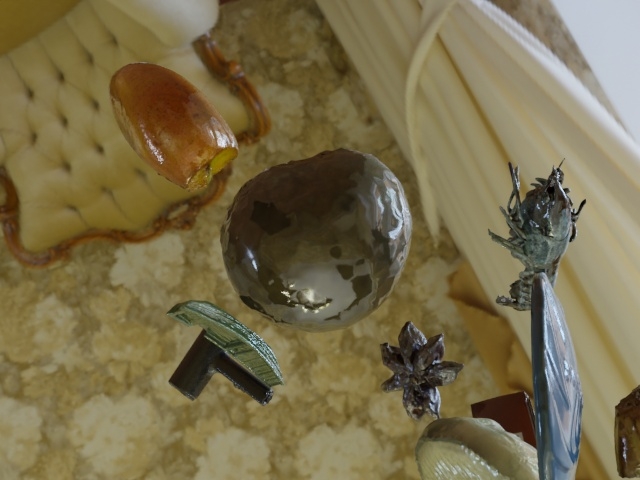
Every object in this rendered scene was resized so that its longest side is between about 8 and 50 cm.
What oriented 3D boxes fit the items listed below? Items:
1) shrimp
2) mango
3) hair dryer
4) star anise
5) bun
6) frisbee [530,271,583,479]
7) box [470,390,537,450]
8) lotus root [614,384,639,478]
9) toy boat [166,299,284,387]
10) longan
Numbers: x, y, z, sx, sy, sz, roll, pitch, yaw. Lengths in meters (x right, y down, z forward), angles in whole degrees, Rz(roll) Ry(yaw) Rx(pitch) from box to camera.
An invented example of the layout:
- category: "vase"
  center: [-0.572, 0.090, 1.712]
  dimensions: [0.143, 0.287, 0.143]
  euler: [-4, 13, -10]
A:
- category: "shrimp"
  center: [0.429, -0.005, 1.632]
  dimensions: [0.221, 0.166, 0.410]
  euler: [-27, 128, -22]
- category: "mango"
  center: [-0.302, -0.238, 1.614]
  dimensions: [0.201, 0.350, 0.199]
  euler: [-10, 138, -47]
- category: "hair dryer"
  center: [-0.219, 0.317, 1.946]
  dimensions: [0.197, 0.251, 0.089]
  euler: [-55, 152, -15]
- category: "star anise"
  center: [0.192, 0.266, 1.692]
  dimensions: [0.073, 0.197, 0.212]
  euler: [-10, 127, -43]
- category: "bun"
  center: [0.287, 0.395, 1.309]
  dimensions: [0.146, 0.287, 0.287]
  euler: [-27, 168, -27]
- category: "frisbee"
  center: [0.278, 0.179, 0.946]
  dimensions: [0.049, 0.289, 0.289]
  euler: [-3, 171, 17]
- category: "box"
  center: [0.424, 0.552, 1.617]
  dimensions: [0.122, 0.344, 0.385]
  euler: [-16, 132, 13]
- category: "lotus root"
  center: [0.508, 0.291, 1.228]
  dimensions: [0.159, 0.135, 0.095]
  euler: [-22, -178, -31]
- category: "toy boat"
  center: [-0.182, 0.204, 1.673]
  dimensions: [0.093, 0.055, 0.293]
  euler: [-19, 129, 45]
- category: "longan"
  center: [-0.002, 0.009, 1.854]
  dimensions: [0.436, 0.404, 0.404]
  euler: [-13, 164, -5]
